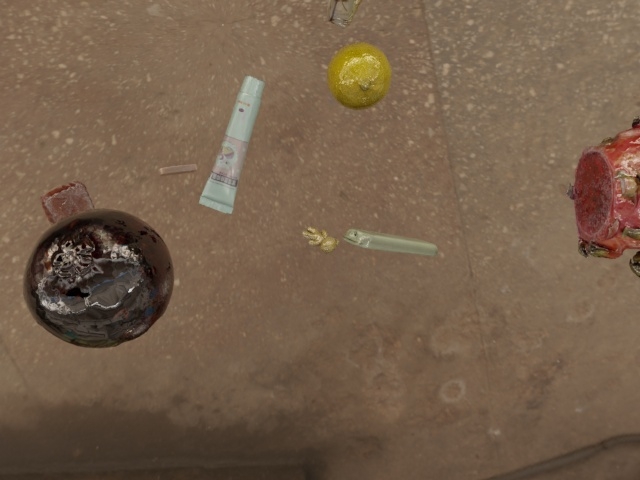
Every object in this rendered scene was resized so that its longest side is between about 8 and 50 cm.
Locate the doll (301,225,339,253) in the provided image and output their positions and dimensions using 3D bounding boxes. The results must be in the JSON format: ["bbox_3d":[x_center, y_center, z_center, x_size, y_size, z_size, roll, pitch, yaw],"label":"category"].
[{"bbox_3d":[0.001,-0.006,1.410,0.093,0.051,0.061,45,57,9],"label":"doll"}]

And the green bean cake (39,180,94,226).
[{"bbox_3d":[-0.759,-0.100,1.698,0.136,0.056,0.135,-33,128,-32],"label":"green bean cake"}]

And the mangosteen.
[{"bbox_3d":[-0.342,0.070,0.914,0.228,0.228,0.265,-18,155,-3],"label":"mangosteen"}]

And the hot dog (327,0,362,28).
[{"bbox_3d":[0.077,-0.649,1.372,0.075,0.144,0.268,7,151,-10],"label":"hot dog"}]

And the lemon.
[{"bbox_3d":[0.105,-0.440,1.520,0.179,0.203,0.178,-3,120,-5],"label":"lemon"}]

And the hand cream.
[{"bbox_3d":[-0.206,-0.230,1.361,0.085,0.058,0.331,19,103,-2],"label":"hand cream"}]

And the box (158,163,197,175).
[{"bbox_3d":[-0.449,-0.223,1.772,0.115,0.048,0.025,-11,90,-24],"label":"box"}]

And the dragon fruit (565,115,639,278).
[{"bbox_3d":[0.508,-0.070,0.944,0.147,0.211,0.282,0,96,-11],"label":"dragon fruit"}]

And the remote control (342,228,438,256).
[{"bbox_3d":[0.187,0.006,1.447,0.310,0.090,0.038,7,101,-43],"label":"remote control"}]
